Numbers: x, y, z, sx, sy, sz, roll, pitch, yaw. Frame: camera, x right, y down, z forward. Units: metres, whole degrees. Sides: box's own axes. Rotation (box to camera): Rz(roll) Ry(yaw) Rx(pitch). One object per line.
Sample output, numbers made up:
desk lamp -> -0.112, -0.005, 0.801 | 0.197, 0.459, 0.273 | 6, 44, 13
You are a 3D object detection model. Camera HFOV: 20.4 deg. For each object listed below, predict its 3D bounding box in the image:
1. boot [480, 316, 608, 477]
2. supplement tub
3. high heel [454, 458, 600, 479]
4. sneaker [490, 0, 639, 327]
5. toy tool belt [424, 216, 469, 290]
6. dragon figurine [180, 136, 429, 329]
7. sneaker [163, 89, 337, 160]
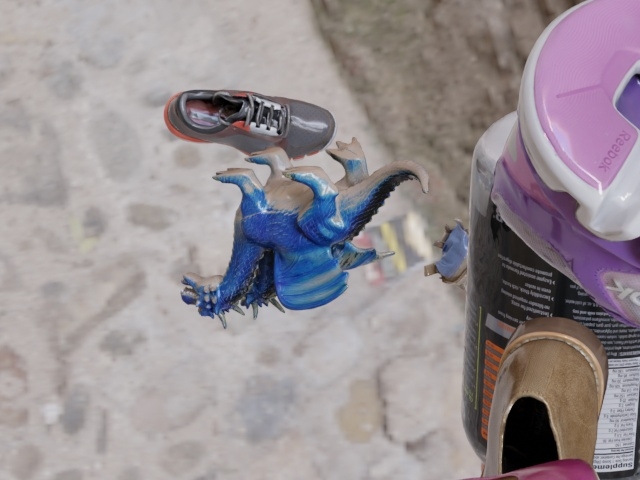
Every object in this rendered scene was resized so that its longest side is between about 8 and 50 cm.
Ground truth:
boot -> 0.158, 0.215, 1.327 | 0.115, 0.112, 0.305 | -59, 150, -56
supplement tub -> 0.222, 0.070, 1.482 | 0.207, 0.207, 0.338 | -20, 123, -34
high heel -> 0.089, 0.173, 1.074 | 0.117, 0.244, 0.082 | 1, 83, -12
sneaker -> 0.156, 0.012, 0.620 | 0.236, 0.104, 0.095 | 34, 64, -6
toy tool belt -> 0.138, 0.005, 1.761 | 0.051, 0.052, 0.083 | 18, 105, -23
dragon figurine -> 0.000, 0.000, 1.427 | 0.085, 0.289, 0.144 | -35, 114, -48
sneaker -> -0.060, -0.106, 1.591 | 0.158, 0.065, 0.061 | 3, 81, -8
